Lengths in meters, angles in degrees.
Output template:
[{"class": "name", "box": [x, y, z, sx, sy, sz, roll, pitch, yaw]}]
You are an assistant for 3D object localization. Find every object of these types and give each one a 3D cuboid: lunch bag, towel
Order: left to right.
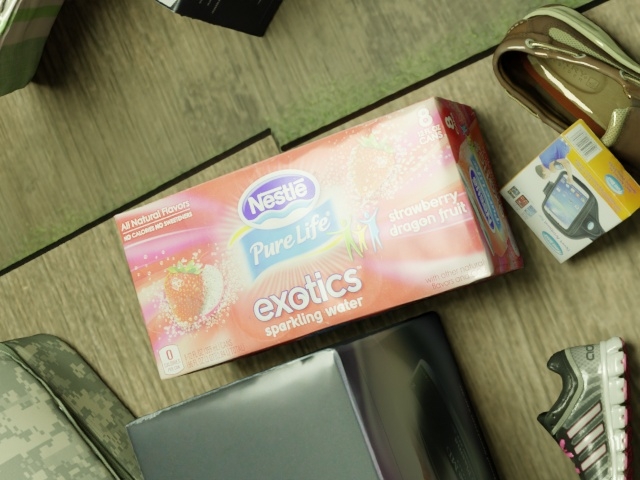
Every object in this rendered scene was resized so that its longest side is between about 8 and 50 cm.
[{"class": "lunch bag", "box": [-0.273, 0.247, 1.063, 0.212, 0.256, 0.305, -46, 78, 16]}, {"class": "towel", "box": [-0.211, -0.269, 1.040, 0.038, 0.248, 0.324, 28, 101, -8]}]

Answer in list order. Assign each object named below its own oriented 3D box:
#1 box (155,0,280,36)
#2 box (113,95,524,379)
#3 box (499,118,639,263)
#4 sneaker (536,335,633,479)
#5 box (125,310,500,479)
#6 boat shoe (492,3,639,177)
[{"class": "box", "box": [-0.089, -0.269, 1.005, 0.108, 0.207, 0.153, 33, 101, 12]}, {"class": "box", "box": [0.000, 0.000, 1.017, 0.300, 0.142, 0.154, -18, 85, 19]}, {"class": "box", "box": [0.196, -0.033, 0.959, 0.028, 0.136, 0.081, -37, 84, -26]}, {"class": "sneaker", "box": [0.217, 0.164, 0.990, 0.075, 0.063, 0.170, -1, 87, 19]}, {"class": "box", "box": [0.033, 0.230, 0.934, 0.183, 0.294, 0.296, -22, 85, 19]}, {"class": "boat shoe", "box": [0.244, -0.087, 0.942, 0.257, 0.095, 0.095, 35, 131, 20]}]
